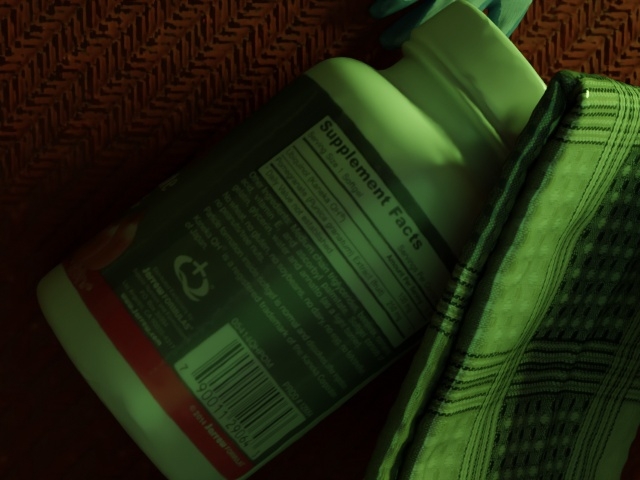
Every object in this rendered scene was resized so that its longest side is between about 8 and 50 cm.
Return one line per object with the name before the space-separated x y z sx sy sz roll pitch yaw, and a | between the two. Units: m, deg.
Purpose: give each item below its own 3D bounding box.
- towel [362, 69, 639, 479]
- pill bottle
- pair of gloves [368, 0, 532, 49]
towel | 0.152 0.062 1.215 0.056 0.312 0.324 29 101 27
pill bottle | 0.000 0.000 1.203 0.318 0.176 0.176 -38 108 -2
pair of gloves | 0.070 -0.211 1.250 0.159 0.023 0.198 -41 106 -1
